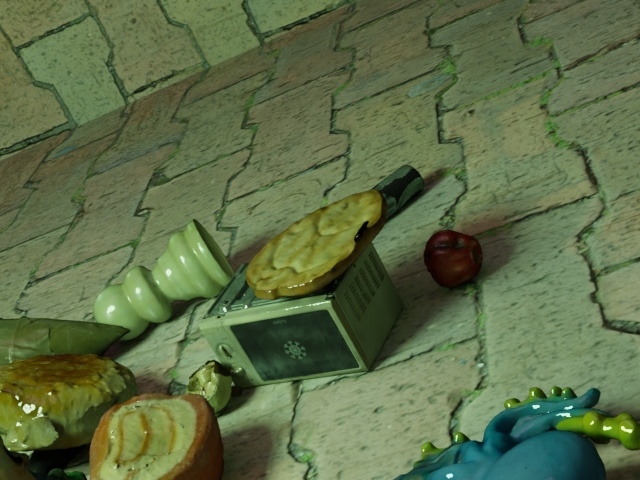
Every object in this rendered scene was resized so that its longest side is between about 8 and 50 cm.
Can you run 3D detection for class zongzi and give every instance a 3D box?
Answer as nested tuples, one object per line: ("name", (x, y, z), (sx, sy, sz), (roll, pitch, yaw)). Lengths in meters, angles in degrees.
("zongzi", (-0.556, 0.269, 1.995), (0.393, 0.174, 0.356), (-3, 38, 21))

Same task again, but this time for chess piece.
("chess piece", (-0.289, 0.088, 2.106), (0.251, 0.144, 0.144), (-34, 23, 3))

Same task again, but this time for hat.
("hat", (-0.160, 0.226, 1.752), (0.077, 0.059, 0.076), (-38, 37, 29))

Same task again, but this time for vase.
("vase", (0.090, -0.054, 2.057), (0.211, 0.060, 0.060), (-37, 25, -22))

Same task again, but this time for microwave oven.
("microwave oven", (-0.026, 0.104, 1.759), (0.241, 0.145, 0.194), (-12, 31, 33))

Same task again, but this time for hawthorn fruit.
("hawthorn fruit", (0.200, 0.025, 1.749), (0.093, 0.093, 0.093), (-23, 24, 11))

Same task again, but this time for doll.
("doll", (0.179, 0.282, 1.254), (0.346, 0.098, 0.341), (-38, 12, -34))

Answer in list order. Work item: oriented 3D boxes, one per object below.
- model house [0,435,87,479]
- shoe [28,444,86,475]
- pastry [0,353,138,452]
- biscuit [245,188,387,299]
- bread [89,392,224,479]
("model house", (-0.503, 0.347, 1.560), (0.312, 0.280, 0.245), (-25, 24, 16))
("shoe", (-0.421, 0.331, 1.837), (0.062, 0.053, 0.159), (6, 37, 47))
("pastry", (-0.410, 0.252, 1.821), (0.257, 0.120, 0.236), (4, 12, 29))
("biscuit", (0.003, 0.004, 1.706), (0.260, 0.041, 0.203), (-42, 24, -32))
("bread", (-0.220, 0.307, 1.567), (0.190, 0.123, 0.244), (-11, 30, -1))
